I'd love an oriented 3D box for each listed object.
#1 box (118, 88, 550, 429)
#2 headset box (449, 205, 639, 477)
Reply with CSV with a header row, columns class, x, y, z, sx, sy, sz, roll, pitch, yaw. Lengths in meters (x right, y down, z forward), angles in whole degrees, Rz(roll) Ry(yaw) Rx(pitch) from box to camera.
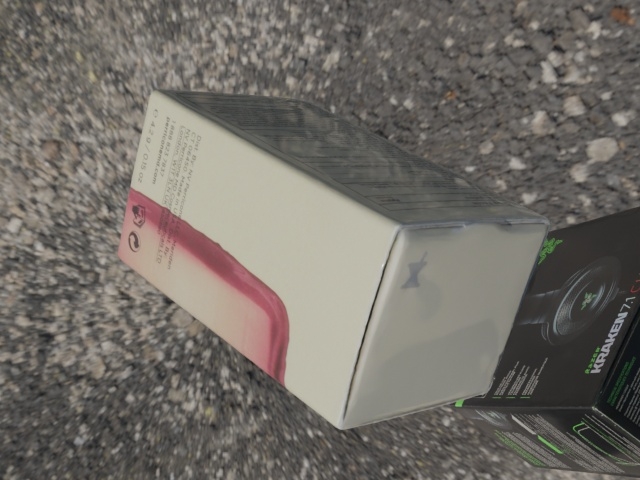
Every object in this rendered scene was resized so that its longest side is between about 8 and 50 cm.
class,x,y,z,sx,sy,sz,roll,pitch,yaw
box,0.000,0.000,0.649,0.148,0.232,0.127,-3,116,-45
headset box,0.291,0.102,1.034,0.131,0.283,0.246,36,72,-12
